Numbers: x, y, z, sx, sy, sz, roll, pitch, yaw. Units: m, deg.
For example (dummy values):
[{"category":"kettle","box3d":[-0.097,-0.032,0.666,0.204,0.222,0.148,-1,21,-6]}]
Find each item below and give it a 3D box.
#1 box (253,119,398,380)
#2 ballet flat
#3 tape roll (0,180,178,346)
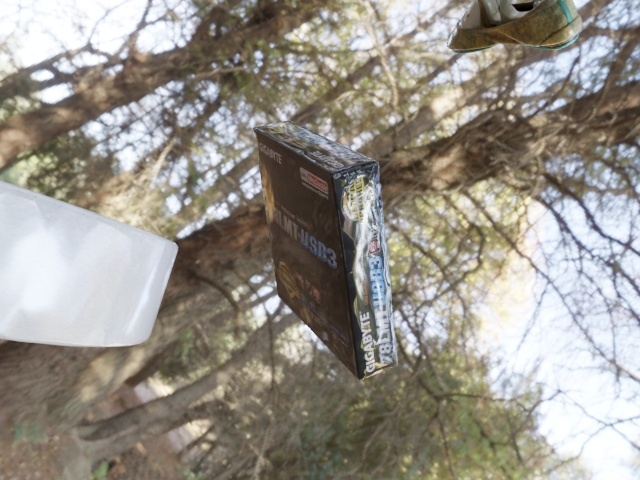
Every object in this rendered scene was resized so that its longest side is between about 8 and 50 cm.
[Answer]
[{"category":"box","box3d":[0.000,0.000,0.934,0.295,0.073,0.294,38,-38,57]},{"category":"ballet flat","box3d":[0.361,-0.441,1.294,0.123,0.123,0.348,59,-15,-27]},{"category":"tape roll","box3d":[-0.281,-0.023,0.399,0.391,0.072,0.392,17,-5,2]}]
